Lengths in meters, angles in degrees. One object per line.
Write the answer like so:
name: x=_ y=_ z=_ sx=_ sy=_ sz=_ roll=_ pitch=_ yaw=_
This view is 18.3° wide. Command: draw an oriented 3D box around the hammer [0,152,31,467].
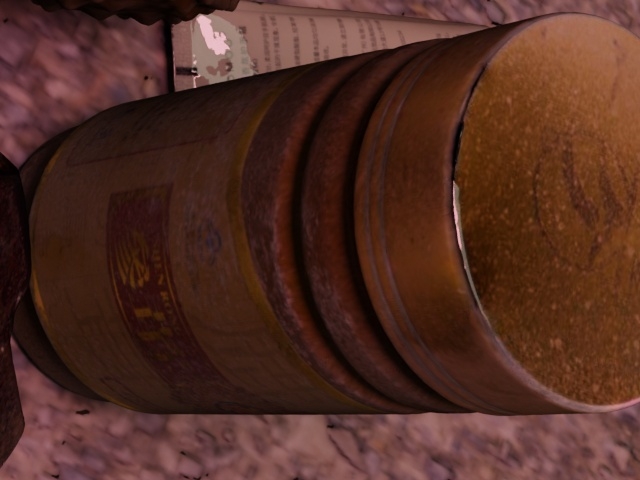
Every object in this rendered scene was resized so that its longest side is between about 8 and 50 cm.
hammer: x=-0.238 y=0.101 z=0.692 sx=0.409 sy=0.095 sz=0.242 roll=-56 pitch=161 yaw=-39

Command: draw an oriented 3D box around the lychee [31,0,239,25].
lychee: x=-0.072 y=-0.218 z=0.864 sx=0.255 sy=0.274 sz=0.255 roll=-15 pitch=116 yaw=-32

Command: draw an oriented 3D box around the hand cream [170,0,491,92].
hand cream: x=0.019 y=-0.091 z=1.070 sx=0.234 sy=0.050 sz=0.080 roll=-3 pitch=89 yaw=-36

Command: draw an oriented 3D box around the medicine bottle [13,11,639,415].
medicine bottle: x=0.000 y=0.000 z=0.858 sx=0.151 sy=0.322 sz=0.151 roll=4 pitch=83 yaw=-40
